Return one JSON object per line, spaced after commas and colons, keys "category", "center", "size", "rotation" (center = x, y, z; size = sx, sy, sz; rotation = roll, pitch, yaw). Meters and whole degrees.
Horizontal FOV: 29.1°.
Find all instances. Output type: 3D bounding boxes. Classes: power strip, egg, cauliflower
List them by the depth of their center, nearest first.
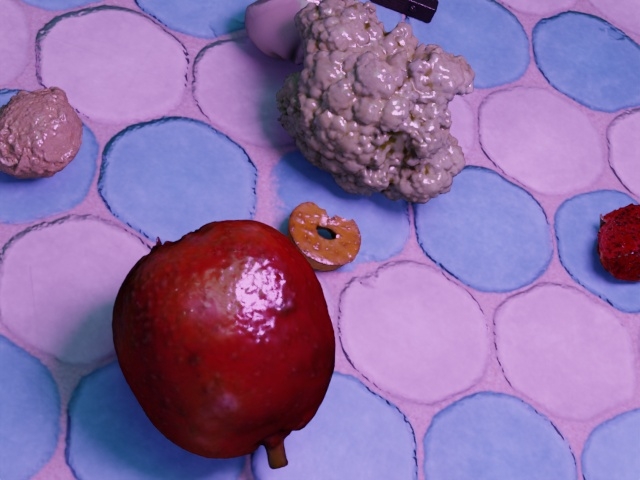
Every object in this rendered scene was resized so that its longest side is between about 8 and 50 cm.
{"category": "egg", "center": [-0.377, -0.140, 1.626], "size": [0.140, 0.116, 0.118], "rotation": [-39, 105, -35]}
{"category": "cauliflower", "center": [0.094, -0.214, 1.755], "size": [0.281, 0.260, 0.327], "rotation": [-44, 107, -33]}
{"category": "power strip", "center": [0.139, -0.395, 2.032], "size": [0.111, 0.038, 0.029], "rotation": [19, 54, -6]}

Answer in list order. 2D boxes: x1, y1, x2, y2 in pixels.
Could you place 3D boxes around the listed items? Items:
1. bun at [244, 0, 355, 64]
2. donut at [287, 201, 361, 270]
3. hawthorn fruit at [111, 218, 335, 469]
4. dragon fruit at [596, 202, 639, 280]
{"category": "bun", "center": [-0.025, -0.328, 1.864], "size": [0.173, 0.173, 0.120], "rotation": [-31, 107, -33]}
{"category": "donut", "center": [0.000, 0.000, 1.711], "size": [0.108, 0.043, 0.097], "rotation": [28, 52, -1]}
{"category": "hawthorn fruit", "center": [-0.109, 0.130, 1.466], "size": [0.265, 0.265, 0.307], "rotation": [-16, 86, -28]}
{"category": "dragon fruit", "center": [0.477, 0.002, 1.863], "size": [0.162, 0.083, 0.106], "rotation": [-20, 46, -10]}
